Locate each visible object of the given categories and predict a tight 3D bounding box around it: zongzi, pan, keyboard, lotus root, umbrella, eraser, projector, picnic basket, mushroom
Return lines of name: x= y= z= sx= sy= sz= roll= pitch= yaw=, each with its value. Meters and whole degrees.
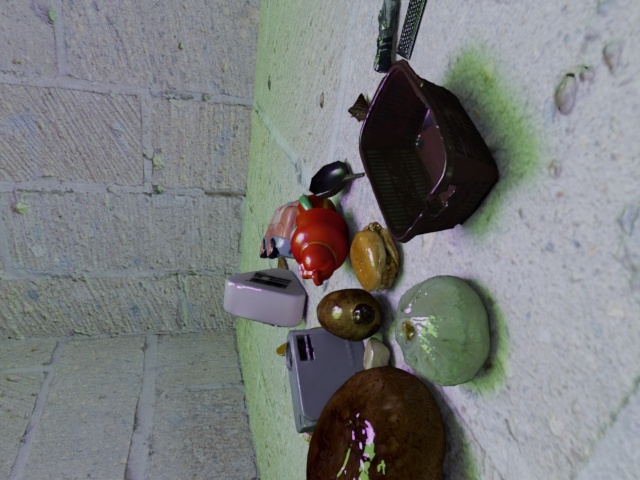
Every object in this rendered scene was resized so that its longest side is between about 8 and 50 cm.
zongzi: x=0.106 y=-0.336 z=1.139 sx=0.073 sy=0.067 sz=0.083 roll=94 pitch=-176 yaw=-49
pan: x=0.047 y=-0.160 z=1.243 sx=0.128 sy=0.048 sz=0.202 roll=-48 pitch=35 yaw=0
keyboard: x=0.198 y=-0.487 z=0.894 sx=0.067 sy=0.011 sz=0.202 roll=-114 pitch=30 yaw=-50
lotus root: x=0.071 y=0.179 z=1.052 sx=0.260 sy=0.145 sz=0.128 roll=141 pitch=140 yaw=-72
umbrella: x=0.148 y=-0.483 z=0.988 sx=0.050 sy=0.046 sz=0.188 roll=16 pitch=105 yaw=51
eraser: x=-0.237 y=0.222 z=1.749 sx=0.331 sy=0.332 sz=0.149 roll=-135 pitch=48 yaw=-66
projector: x=0.021 y=0.357 z=1.125 sx=0.108 sy=0.199 sz=0.250 roll=114 pitch=150 yaw=-50
picnic basket: x=0.182 y=-0.155 z=0.748 sx=0.222 sy=0.129 sz=0.296 roll=114 pitch=150 yaw=-48
mushroom: x=0.099 y=0.410 z=0.846 sx=0.345 sy=0.239 sz=0.344 roll=-23 pitch=45 yaw=24

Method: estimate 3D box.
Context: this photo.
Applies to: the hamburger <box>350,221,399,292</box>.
hamburger: x=0.124 y=0.041 z=1.001 sx=0.138 sy=0.083 sz=0.147 roll=110 pitch=150 yaw=-47

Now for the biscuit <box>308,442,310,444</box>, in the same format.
biscuit: x=-0.008 y=0.693 z=1.460 sx=0.154 sy=0.045 sz=0.298 roll=123 pitch=144 yaw=-61

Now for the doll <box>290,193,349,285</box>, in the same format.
doll: x=-0.001 y=0.000 z=1.222 sx=0.363 sy=0.160 sz=0.182 roll=-85 pitch=-26 yaw=-53

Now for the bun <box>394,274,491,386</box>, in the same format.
bun: x=0.192 y=0.152 z=0.737 sx=0.195 sy=0.118 sz=0.195 roll=178 pitch=90 yaw=-75

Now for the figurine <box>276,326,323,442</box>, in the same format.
figurine: x=0.008 y=0.473 z=1.305 sx=0.284 sy=0.205 sz=0.337 roll=-153 pitch=52 yaw=-62

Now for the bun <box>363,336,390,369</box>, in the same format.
bun: x=0.134 y=0.273 z=1.013 sx=0.086 sy=0.055 sz=0.086 roll=-171 pitch=90 yaw=-83

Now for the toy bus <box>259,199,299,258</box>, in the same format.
toy bus: x=-0.093 y=-0.030 z=1.514 sx=0.288 sy=0.194 sz=0.231 roll=-178 pitch=96 yaw=-72

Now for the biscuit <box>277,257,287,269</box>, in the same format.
biscuit: x=-0.189 y=0.188 z=2.054 sx=0.131 sy=0.025 sz=0.230 roll=-118 pitch=33 yaw=-54
